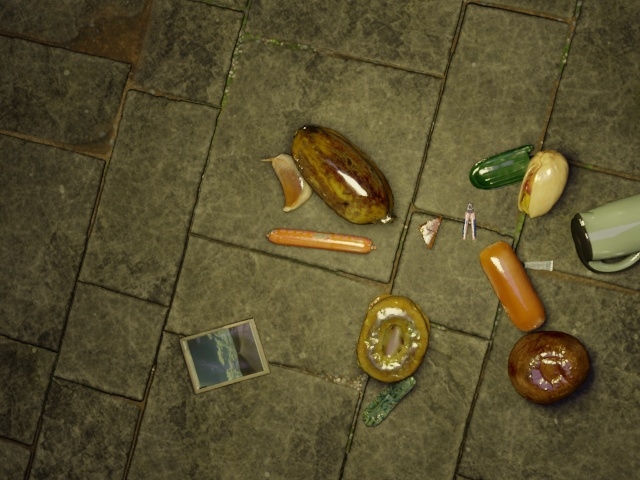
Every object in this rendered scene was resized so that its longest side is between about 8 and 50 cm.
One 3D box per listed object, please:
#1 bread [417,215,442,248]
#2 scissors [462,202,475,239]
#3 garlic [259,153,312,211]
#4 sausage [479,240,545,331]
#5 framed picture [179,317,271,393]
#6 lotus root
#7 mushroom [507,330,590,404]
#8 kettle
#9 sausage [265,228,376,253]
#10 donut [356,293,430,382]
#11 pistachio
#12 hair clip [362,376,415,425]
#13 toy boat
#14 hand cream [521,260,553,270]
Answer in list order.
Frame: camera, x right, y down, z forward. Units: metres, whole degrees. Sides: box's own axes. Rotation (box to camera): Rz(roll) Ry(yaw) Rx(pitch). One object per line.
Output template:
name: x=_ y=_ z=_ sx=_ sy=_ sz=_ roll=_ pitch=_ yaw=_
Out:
bread: x=0.327 y=-0.033 z=1.704 sx=0.062 sy=0.043 sz=0.108 roll=21 pitch=92 yaw=6
scissors: x=0.453 y=-0.058 z=1.704 sx=0.039 sy=0.012 sz=0.113 roll=1 pitch=89 yaw=7
garlic: x=-0.100 y=-0.198 z=1.743 sx=0.129 sy=0.090 sz=0.198 roll=-30 pitch=90 yaw=18
sausage: x=0.563 y=0.135 z=1.642 sx=0.105 sy=0.105 sz=0.274 roll=-27 pitch=85 yaw=6
framed picture: x=-0.305 y=0.366 z=1.784 sx=0.260 sy=0.023 sz=0.188 roll=-17 pitch=89 yaw=6
lotus root: x=0.075 y=-0.191 z=1.659 sx=0.397 sy=0.196 sz=0.179 roll=48 pitch=130 yaw=5
mushroom: x=0.651 y=0.359 z=1.605 sx=0.231 sy=0.138 sz=0.194 roll=-45 pitch=84 yaw=4
kettle: x=0.850 y=-0.009 z=1.593 sx=0.237 sy=0.161 sz=0.221 roll=-17 pitch=117 yaw=7
sausage: x=0.000 y=0.000 z=1.738 sx=0.348 sy=0.053 sz=0.053 roll=6 pitch=89 yaw=7
donut: x=0.218 y=0.295 z=1.666 sx=0.209 sy=0.128 sz=0.261 roll=11 pitch=91 yaw=7
pistachio: x=0.650 y=-0.162 z=1.617 sx=0.145 sy=0.117 sz=0.200 roll=-5 pitch=113 yaw=-33
hair clip: x=0.209 y=0.481 z=1.691 sx=0.066 sy=0.036 sz=0.229 roll=43 pitch=113 yaw=5
toy boat: x=0.550 y=-0.213 z=1.676 sx=0.210 sy=0.052 sz=0.104 roll=-19 pitch=107 yaw=7
hand cream: x=0.648 y=0.074 z=1.677 sx=0.093 sy=0.019 sz=0.030 roll=2 pitch=87 yaw=0
